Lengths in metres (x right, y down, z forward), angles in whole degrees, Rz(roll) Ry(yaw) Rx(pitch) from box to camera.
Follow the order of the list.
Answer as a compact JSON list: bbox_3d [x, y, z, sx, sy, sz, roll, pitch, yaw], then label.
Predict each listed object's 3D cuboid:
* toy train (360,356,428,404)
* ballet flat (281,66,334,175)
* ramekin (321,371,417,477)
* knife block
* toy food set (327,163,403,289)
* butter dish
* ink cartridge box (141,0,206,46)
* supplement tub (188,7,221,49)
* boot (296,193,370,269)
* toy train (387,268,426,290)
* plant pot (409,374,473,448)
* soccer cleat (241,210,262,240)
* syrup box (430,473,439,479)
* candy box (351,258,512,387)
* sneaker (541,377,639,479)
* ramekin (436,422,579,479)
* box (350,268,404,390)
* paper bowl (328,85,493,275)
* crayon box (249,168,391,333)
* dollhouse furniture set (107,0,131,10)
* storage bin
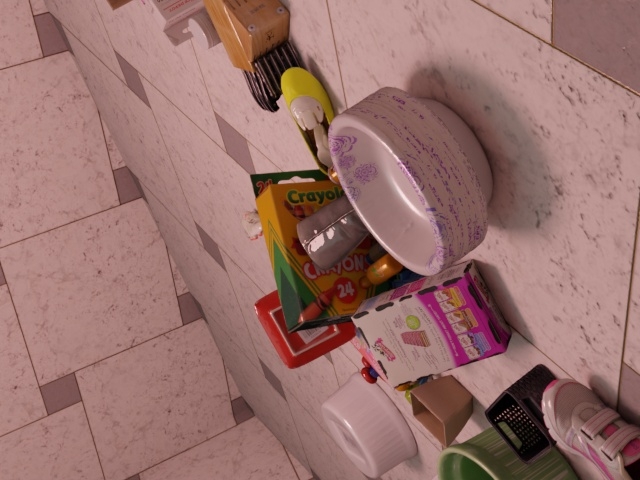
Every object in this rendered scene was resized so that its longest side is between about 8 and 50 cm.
[{"bbox_3d":[0.170,0.300,2.127,0.143,0.105,0.248,46,-170,-6],"label":"toy train"},{"bbox_3d":[-0.008,-0.212,1.824,0.077,0.077,0.231,-90,-20,-50],"label":"ballet flat"},{"bbox_3d":[0.123,0.507,2.669,0.277,0.135,0.277,49,162,22],"label":"ramekin"},{"bbox_3d":[-0.135,-0.380,1.857,0.276,0.088,0.242,51,161,16],"label":"knife block"},{"bbox_3d":[0.080,-0.034,1.809,0.104,0.111,0.232,-39,78,47],"label":"toy food set"},{"bbox_3d":[-0.031,0.149,1.965,0.160,0.160,0.118,62,-177,-8],"label":"butter dish"},{"bbox_3d":[-0.309,-0.515,2.038,0.198,0.115,0.067,56,162,-1],"label":"ink cartridge box"},{"bbox_3d":[-0.192,-0.423,1.902,0.071,0.107,0.071,49,161,23],"label":"supplement tub"},{"bbox_3d":[0.029,-0.065,1.720,0.208,0.076,0.190,-31,81,53],"label":"boot"},{"bbox_3d":[0.191,0.102,1.830,0.184,0.080,0.105,-7,93,57],"label":"toy train"},{"bbox_3d":[0.262,0.351,2.080,0.109,0.096,0.109,43,159,36],"label":"plant pot"},{"bbox_3d":[-0.176,-0.044,2.609,0.076,0.068,0.196,61,165,-4],"label":"soccer cleat"},{"bbox_3d":[0.324,0.569,2.309,0.096,0.093,0.237,52,162,15],"label":"syrup box"},{"bbox_3d":[0.194,0.148,1.728,0.233,0.071,0.159,-22,105,28],"label":"candy box"},{"bbox_3d":[0.451,0.309,1.521,0.252,0.103,0.111,47,157,9],"label":"sneaker"},{"bbox_3d":[0.376,0.497,1.900,0.303,0.148,0.303,47,153,33],"label":"ramekin"},{"bbox_3d":[0.111,0.131,2.002,0.300,0.154,0.142,48,161,27],"label":"box"},{"bbox_3d":[0.148,-0.100,1.498,0.284,0.148,0.284,48,161,22],"label":"paper bowl"},{"bbox_3d":[0.000,0.000,1.863,0.081,0.202,0.319,-40,62,56],"label":"crayon box"},{"bbox_3d":[-0.439,-0.621,2.182,0.144,0.123,0.151,58,163,-4],"label":"dollhouse furniture set"},{"bbox_3d":[0.373,0.307,1.730,0.122,0.084,0.180,51,163,16],"label":"storage bin"}]
